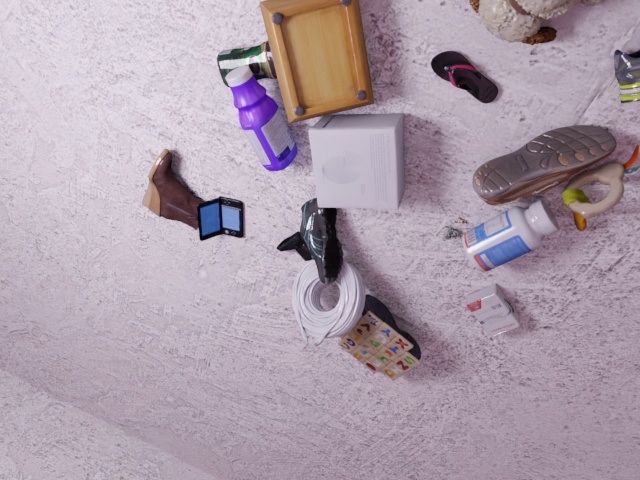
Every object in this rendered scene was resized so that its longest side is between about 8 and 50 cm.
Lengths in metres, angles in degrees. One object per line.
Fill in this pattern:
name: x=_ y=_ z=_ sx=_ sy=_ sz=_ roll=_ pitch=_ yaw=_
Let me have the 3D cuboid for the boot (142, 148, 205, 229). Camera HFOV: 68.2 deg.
boot: x=-0.459 y=-0.163 z=1.551 sx=0.207 sy=0.090 sz=0.248 roll=24 pitch=125 yaw=-10

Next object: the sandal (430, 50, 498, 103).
sandal: x=0.345 y=-0.389 z=1.125 sx=0.179 sy=0.040 sz=0.067 roll=33 pitch=126 yaw=-2

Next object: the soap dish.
soap dish: x=-0.001 y=-0.442 z=1.135 sx=0.229 sy=0.118 sz=0.291 roll=-12 pitch=116 yaw=3

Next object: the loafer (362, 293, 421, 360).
loafer: x=0.211 y=0.308 z=1.574 sx=0.095 sy=0.109 sz=0.302 roll=-31 pitch=109 yaw=37

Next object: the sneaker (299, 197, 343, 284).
sneaker: x=0.000 y=0.000 z=1.429 sx=0.106 sy=0.101 sz=0.267 roll=-8 pitch=84 yaw=37

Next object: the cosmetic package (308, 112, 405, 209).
cosmetic package: x=0.107 y=-0.211 z=1.263 sx=0.225 sy=0.138 sz=0.224 roll=5 pitch=122 yaw=19

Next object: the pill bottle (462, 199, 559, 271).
pill bottle: x=0.502 y=-0.014 z=1.251 sx=0.221 sy=0.124 sz=0.124 roll=-31 pitch=106 yaw=33

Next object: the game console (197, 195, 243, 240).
game console: x=-0.325 y=-0.062 z=1.546 sx=0.124 sy=0.085 sz=0.144 roll=13 pitch=125 yaw=12

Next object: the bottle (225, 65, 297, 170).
bottle: x=-0.158 y=-0.323 z=1.265 sx=0.092 sy=0.118 sz=0.283 roll=3 pitch=140 yaw=32

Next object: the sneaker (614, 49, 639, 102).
sneaker: x=0.744 y=-0.394 z=0.940 sx=0.300 sy=0.111 sz=0.121 roll=-26 pitch=105 yaw=29

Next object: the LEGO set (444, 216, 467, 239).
LEGO set: x=0.381 y=-0.028 z=1.348 sx=0.054 sy=0.023 sz=0.083 roll=18 pitch=125 yaw=9

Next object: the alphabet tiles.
alphabet tiles: x=0.172 y=0.347 z=1.570 sx=0.285 sy=0.011 sz=0.342 roll=38 pitch=149 yaw=7

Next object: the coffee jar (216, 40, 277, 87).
coffee jar: x=-0.173 y=-0.465 z=1.242 sx=0.184 sy=0.079 sz=0.096 roll=-2 pitch=120 yaw=22

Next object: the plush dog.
plush dog: x=0.426 y=-0.502 z=0.956 sx=0.262 sy=0.210 sz=0.225 roll=38 pitch=152 yaw=-3

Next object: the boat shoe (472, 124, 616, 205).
boat shoe: x=0.539 y=-0.177 z=1.157 sx=0.324 sy=0.123 sz=0.116 roll=-18 pitch=147 yaw=19

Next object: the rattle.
rattle: x=0.707 y=-0.118 z=1.149 sx=0.200 sy=0.130 sz=0.143 roll=-42 pitch=113 yaw=8

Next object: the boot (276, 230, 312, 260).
boot: x=-0.073 y=0.029 z=1.540 sx=0.121 sy=0.045 sz=0.099 roll=-30 pitch=114 yaw=35

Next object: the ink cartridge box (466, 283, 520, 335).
ink cartridge box: x=0.520 y=0.210 z=1.425 sx=0.099 sy=0.056 sz=0.135 roll=-31 pitch=106 yaw=33

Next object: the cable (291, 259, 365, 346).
cable: x=0.025 y=0.178 z=1.486 sx=0.257 sy=0.089 sz=0.257 roll=-37 pitch=59 yaw=23
